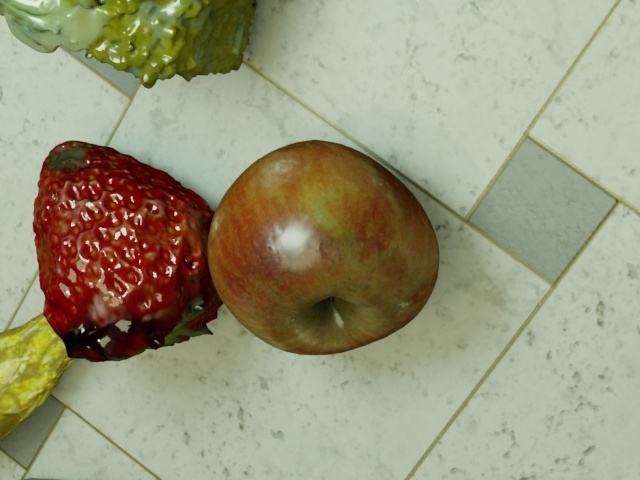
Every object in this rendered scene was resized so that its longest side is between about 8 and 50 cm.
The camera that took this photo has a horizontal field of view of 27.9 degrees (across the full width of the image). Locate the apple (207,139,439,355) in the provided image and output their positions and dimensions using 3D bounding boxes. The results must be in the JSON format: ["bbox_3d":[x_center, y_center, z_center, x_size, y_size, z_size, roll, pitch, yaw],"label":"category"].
[{"bbox_3d":[0.000,0.000,1.698,0.302,0.301,0.301,6,106,19],"label":"apple"}]

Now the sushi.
[{"bbox_3d":[-0.271,-0.372,1.642,0.397,0.351,0.240,28,112,10],"label":"sushi"}]

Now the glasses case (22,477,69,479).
[{"bbox_3d":[-0.346,0.463,2.053,0.336,0.076,0.144,-2,104,21],"label":"glasses case"}]

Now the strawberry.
[{"bbox_3d":[-0.259,0.009,1.795,0.292,0.292,0.309,-2,89,21],"label":"strawberry"}]

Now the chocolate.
[{"bbox_3d":[-0.514,0.242,2.012,0.445,0.162,0.162,-36,90,24],"label":"chocolate"}]
